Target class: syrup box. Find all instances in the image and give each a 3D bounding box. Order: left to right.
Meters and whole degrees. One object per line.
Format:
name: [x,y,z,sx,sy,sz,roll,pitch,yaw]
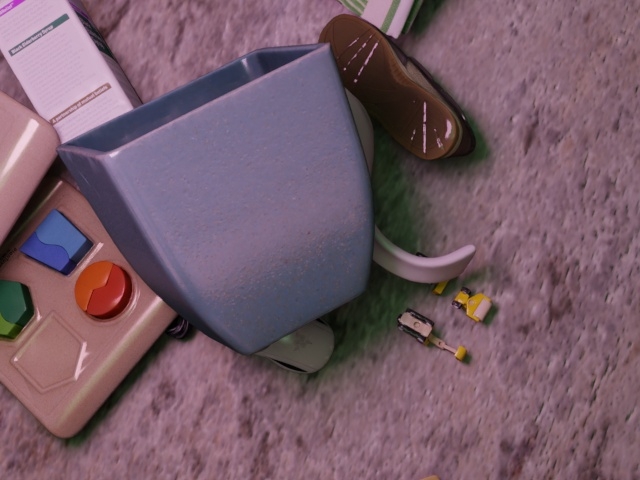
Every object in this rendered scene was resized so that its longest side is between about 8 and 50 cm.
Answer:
syrup box: [-0.267,-0.170,1.798,0.096,0.093,0.237,-32,77,4]

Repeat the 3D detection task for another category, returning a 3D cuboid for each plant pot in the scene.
plant pot: [-0.081,-0.032,1.636,0.248,0.247,0.252,-28,103,-15]

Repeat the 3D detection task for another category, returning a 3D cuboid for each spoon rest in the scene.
spoon rest: [0.043,-0.063,1.710,0.084,0.137,0.276,-32,72,-28]

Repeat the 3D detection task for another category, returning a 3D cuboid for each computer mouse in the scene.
computer mouse: [-0.076,0.081,1.753,0.193,0.042,0.106,21,84,12]

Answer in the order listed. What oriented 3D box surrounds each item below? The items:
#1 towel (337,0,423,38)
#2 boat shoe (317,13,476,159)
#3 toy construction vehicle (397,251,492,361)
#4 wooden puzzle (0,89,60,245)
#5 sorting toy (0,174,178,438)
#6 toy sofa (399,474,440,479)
towel: [0.005,-0.396,1.743,0.325,0.038,0.248,36,122,20]
boat shoe: [0.082,-0.158,1.751,0.080,0.073,0.223,-52,57,14]
toy construction vehicle: [0.125,0.072,1.730,0.098,0.035,0.086,28,76,10]
wooden puzzle: [-0.500,-0.071,1.753,0.348,0.080,0.322,32,90,16]
sorting toy: [-0.319,0.104,1.776,0.229,0.041,0.307,40,90,22]
toy sofa: [0.086,0.429,1.635,0.150,0.177,0.362,-16,78,-18]
